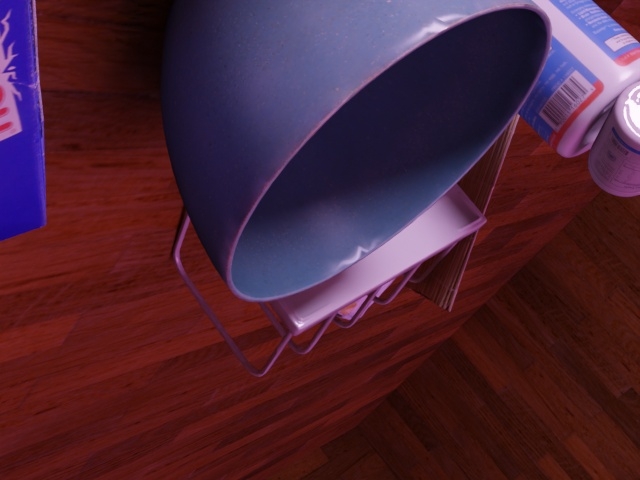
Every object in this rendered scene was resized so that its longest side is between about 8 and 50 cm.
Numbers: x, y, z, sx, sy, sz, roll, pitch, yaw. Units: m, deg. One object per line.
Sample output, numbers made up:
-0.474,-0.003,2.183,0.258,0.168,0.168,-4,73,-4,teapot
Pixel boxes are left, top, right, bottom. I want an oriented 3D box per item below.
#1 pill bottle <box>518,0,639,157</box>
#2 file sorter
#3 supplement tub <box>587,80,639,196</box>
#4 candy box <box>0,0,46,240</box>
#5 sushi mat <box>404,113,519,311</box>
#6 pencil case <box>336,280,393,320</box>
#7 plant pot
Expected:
0.210,-0.198,0.812,0.124,0.221,0.124,-34,161,-13,pill bottle
0.000,0.000,0.928,0.278,0.192,0.173,-27,161,-34,file sorter
0.287,-0.090,0.744,0.071,0.071,0.107,-37,162,-8,supplement tub
-0.273,-0.068,0.292,0.317,0.122,0.268,-22,152,-28,candy box
0.180,-0.074,1.021,0.151,0.019,0.316,-144,-108,-74,sushi mat
0.102,-0.006,1.212,0.273,0.124,0.113,-44,161,17,pencil case
-0.004,-0.121,0.618,0.290,0.195,0.290,-34,161,-14,plant pot
